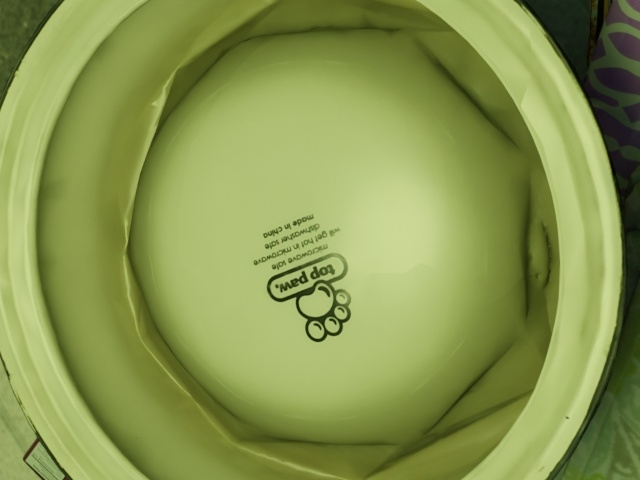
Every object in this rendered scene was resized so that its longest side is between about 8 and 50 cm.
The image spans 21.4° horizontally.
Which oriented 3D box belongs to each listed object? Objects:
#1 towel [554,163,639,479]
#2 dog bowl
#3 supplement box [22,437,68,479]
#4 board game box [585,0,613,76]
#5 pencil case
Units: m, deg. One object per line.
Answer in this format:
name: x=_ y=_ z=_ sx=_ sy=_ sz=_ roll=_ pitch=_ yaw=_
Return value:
towel: x=0.335 y=0.140 z=1.079 sx=0.374 sy=0.090 sz=0.320 roll=27 pitch=133 yaw=20
dog bowl: x=0.000 y=0.000 z=1.041 sx=0.408 sy=0.150 sz=0.408 roll=2 pitch=96 yaw=22
supplement box: x=-0.193 y=0.157 z=1.375 sx=0.043 sy=0.055 sz=0.083 roll=42 pitch=110 yaw=13
board game box: x=0.258 y=-0.140 z=1.163 sx=0.147 sy=0.045 sz=0.193 roll=6 pitch=98 yaw=22
pencil case: x=0.205 y=-0.097 z=1.122 sx=0.088 sy=0.086 sz=0.206 roll=35 pitch=108 yaw=40
